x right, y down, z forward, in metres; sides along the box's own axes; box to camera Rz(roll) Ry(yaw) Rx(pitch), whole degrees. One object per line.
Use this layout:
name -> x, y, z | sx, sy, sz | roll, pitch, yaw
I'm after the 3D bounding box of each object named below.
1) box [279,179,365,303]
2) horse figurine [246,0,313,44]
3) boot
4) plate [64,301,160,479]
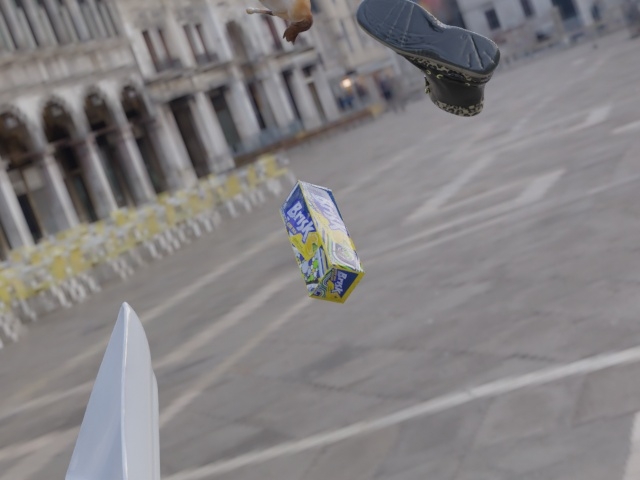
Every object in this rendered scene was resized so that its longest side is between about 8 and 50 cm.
box -> 0.000, 0.000, 1.668 | 0.054, 0.169, 0.059 | 14, -55, -31
horse figurine -> -0.095, -0.430, 2.288 | 0.174, 0.066, 0.263 | 15, -10, 46
boot -> 0.165, -0.285, 2.058 | 0.085, 0.236, 0.178 | -62, -11, -18
plate -> -0.191, 0.246, 1.174 | 0.045, 0.277, 0.278 | 11, 40, -17
